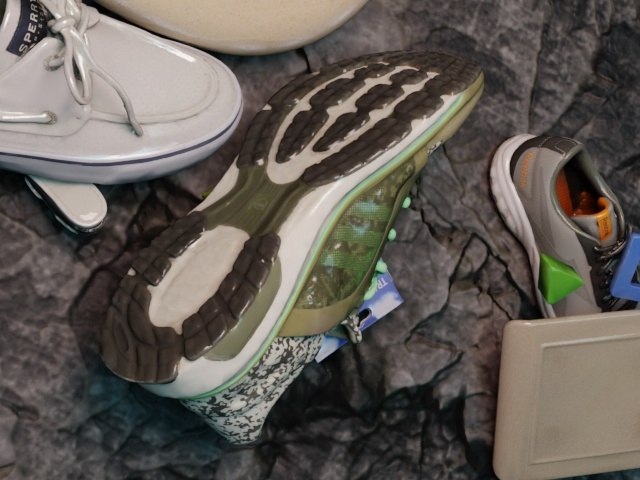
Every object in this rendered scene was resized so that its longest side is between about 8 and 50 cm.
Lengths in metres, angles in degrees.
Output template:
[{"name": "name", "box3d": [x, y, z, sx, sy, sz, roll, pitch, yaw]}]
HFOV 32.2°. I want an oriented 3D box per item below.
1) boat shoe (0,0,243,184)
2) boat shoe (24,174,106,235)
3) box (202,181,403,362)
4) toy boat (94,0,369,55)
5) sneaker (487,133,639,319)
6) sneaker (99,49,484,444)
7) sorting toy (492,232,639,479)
[{"name": "boat shoe", "box3d": [-0.219, -0.143, 0.825, 0.367, 0.156, 0.135, 5, 61, -22]}, {"name": "boat shoe", "box3d": [-0.218, -0.057, 0.900, 0.046, 0.038, 0.125, -39, 84, -26]}, {"name": "box", "box3d": [-0.013, 0.006, 0.993, 0.109, 0.042, 0.178, -34, 102, -21]}, {"name": "toy boat", "box3d": [-0.052, -0.308, 0.903, 0.267, 0.148, 0.318, 15, 117, -22]}, {"name": "sneaker", "box3d": [0.262, 0.018, 1.088, 0.100, 0.108, 0.271, -36, 105, -23]}, {"name": "sneaker", "box3d": [0.000, 0.000, 0.930, 0.410, 0.158, 0.182, -47, 137, -20]}, {"name": "sorting toy", "box3d": [0.265, 0.146, 1.079, 0.196, 0.047, 0.347, -3, 114, -7]}]
